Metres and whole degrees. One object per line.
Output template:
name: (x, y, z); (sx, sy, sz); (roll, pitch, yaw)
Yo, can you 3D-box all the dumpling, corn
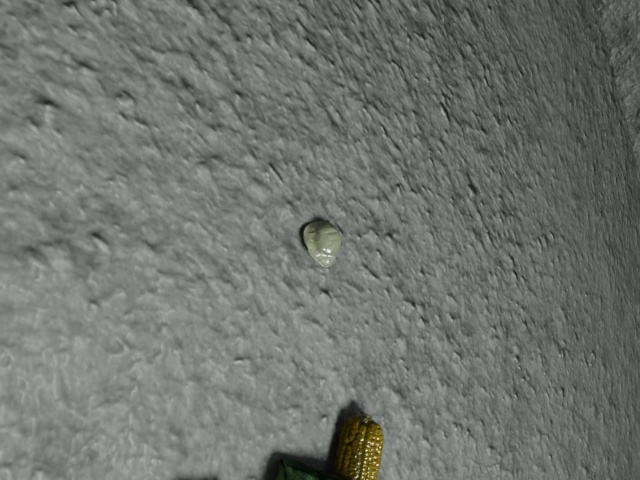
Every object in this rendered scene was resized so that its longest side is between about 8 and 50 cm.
dumpling: (0.000, 0.000, 0.877); (0.060, 0.043, 0.077); (25, 71, -17)
corn: (0.047, 0.352, 0.864); (0.068, 0.068, 0.207); (30, 64, -39)

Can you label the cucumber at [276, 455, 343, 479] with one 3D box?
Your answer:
cucumber: (0.046, 0.384, 0.791); (0.244, 0.063, 0.115); (24, 74, -11)
